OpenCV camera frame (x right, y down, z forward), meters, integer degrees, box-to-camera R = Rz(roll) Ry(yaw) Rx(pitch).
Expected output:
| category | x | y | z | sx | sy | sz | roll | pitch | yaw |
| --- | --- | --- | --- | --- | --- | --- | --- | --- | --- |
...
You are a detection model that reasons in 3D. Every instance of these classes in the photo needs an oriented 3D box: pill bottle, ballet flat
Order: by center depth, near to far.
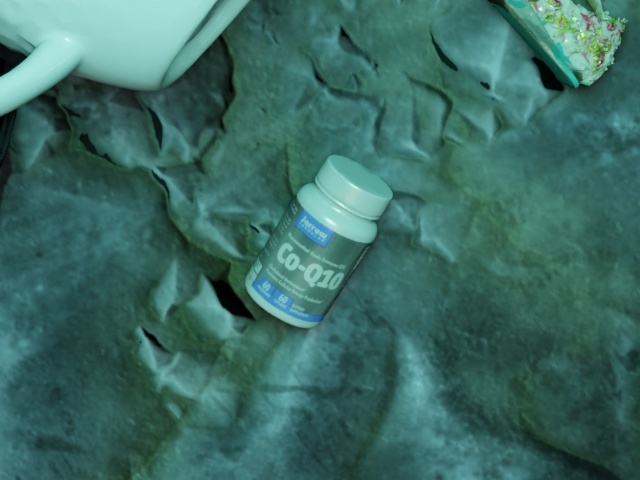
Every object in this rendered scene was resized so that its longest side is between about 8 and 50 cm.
| category | x | y | z | sx | sy | sz | roll | pitch | yaw |
| --- | --- | --- | --- | --- | --- | --- | --- | --- | --- |
| ballet flat | 0.160 | -0.217 | 1.455 | 0.077 | 0.091 | 0.241 | -48 | 125 | 3 |
| pill bottle | 0.000 | 0.000 | 1.557 | 0.078 | 0.078 | 0.137 | 28 | 110 | -10 |

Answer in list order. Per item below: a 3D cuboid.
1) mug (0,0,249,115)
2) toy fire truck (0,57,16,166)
| category | x | y | z | sx | sy | sz | roll | pitch | yaw |
| --- | --- | --- | --- | --- | --- | --- | --- | --- | --- |
| mug | -0.213 | -0.235 | 1.237 | 0.328 | 0.276 | 0.374 | 40 | 65 | -1 |
| toy fire truck | -0.264 | -0.176 | 1.427 | 0.159 | 0.217 | 0.246 | 15 | 97 | -6 |
